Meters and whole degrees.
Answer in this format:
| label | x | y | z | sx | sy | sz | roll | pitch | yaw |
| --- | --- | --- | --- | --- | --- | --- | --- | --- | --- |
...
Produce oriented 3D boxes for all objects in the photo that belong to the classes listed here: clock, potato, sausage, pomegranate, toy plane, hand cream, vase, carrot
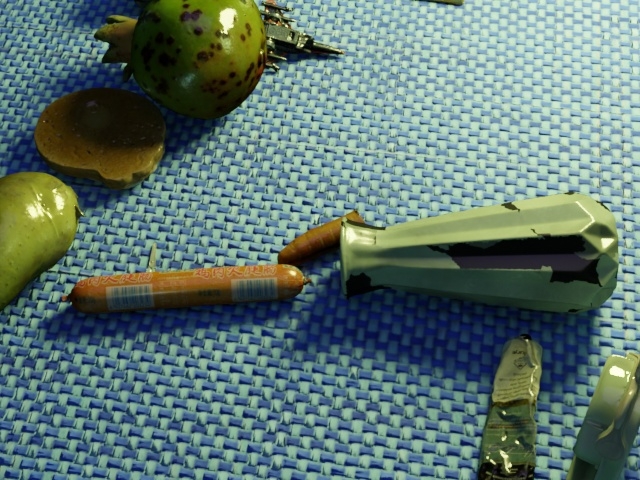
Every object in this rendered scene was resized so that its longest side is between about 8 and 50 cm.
| label | x | y | z | sx | sy | sz | roll | pitch | yaw |
| --- | --- | --- | --- | --- | --- | --- | --- | --- | --- |
| clock | 0.347 | 0.203 | 1.227 | 0.062 | 0.191 | 0.151 | 21 | 56 | 17 |
| potato | -0.446 | 0.010 | 1.446 | 0.169 | 0.143 | 0.248 | -2 | 46 | 52 |
| sausage | -0.186 | 0.066 | 1.441 | 0.348 | 0.053 | 0.053 | -4 | 53 | 0 |
| pomegranate | -0.221 | -0.287 | 1.626 | 0.286 | 0.231 | 0.231 | -14 | 50 | 20 |
| toy plane | -0.052 | -0.336 | 1.734 | 0.189 | 0.061 | 0.130 | 11 | 77 | 7 |
| hand cream | 0.245 | 0.229 | 1.311 | 0.075 | 0.052 | 0.247 | -5 | 55 | 28 |
| vase | 0.210 | 0.019 | 1.404 | 0.360 | 0.165 | 0.165 | -1 | 53 | 6 |
| carrot | 0.000 | 0.000 | 1.487 | 0.139 | 0.048 | 0.048 | -23 | 55 | -13 |

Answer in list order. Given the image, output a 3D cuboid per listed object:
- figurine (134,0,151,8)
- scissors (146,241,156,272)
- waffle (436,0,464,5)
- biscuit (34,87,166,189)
| label | x | y | z | sx | sy | sz | roll | pitch | yaw |
| --- | --- | --- | --- | --- | --- | --- | --- | --- | --- |
| figurine | -0.276 | -0.480 | 1.823 | 0.192 | 0.126 | 0.147 | -31 | 38 | -33 |
| scissors | -0.243 | 0.036 | 1.497 | 0.036 | 0.006 | 0.083 | -3 | 53 | 3 |
| waffle | 0.196 | -0.460 | 1.843 | 0.135 | 0.021 | 0.092 | 12 | 56 | 10 |
| biscuit | -0.339 | -0.159 | 1.622 | 0.208 | 0.049 | 0.181 | 12 | 54 | 11 |
